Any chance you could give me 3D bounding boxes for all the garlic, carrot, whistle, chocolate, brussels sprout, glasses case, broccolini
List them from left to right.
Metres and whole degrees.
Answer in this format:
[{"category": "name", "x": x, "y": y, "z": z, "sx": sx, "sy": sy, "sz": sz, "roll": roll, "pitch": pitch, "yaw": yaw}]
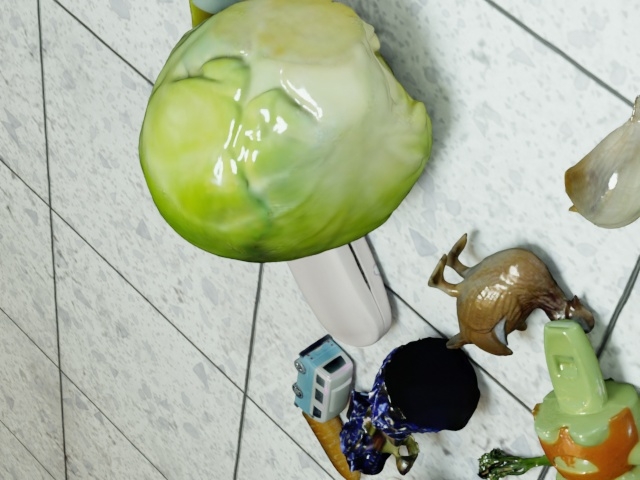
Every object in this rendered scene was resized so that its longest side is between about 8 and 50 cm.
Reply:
[{"category": "brussels sprout", "x": -0.043, "y": -0.123, "z": 1.524, "sx": 0.344, "sy": 0.344, "sz": 0.268, "roll": 107, "pitch": 146, "yaw": -54}, {"category": "glasses case", "x": 0.000, "y": 0.000, "z": 1.763, "sx": 0.113, "sy": 0.075, "sz": 0.297, "roll": 0, "pitch": 120, "yaw": 53}, {"category": "carrot", "x": 0.021, "y": 0.293, "z": 2.052, "sx": 0.048, "sy": 0.048, "sz": 0.139, "roll": -1, "pitch": 121, "yaw": 55}, {"category": "chocolate", "x": 0.083, "y": 0.234, "z": 1.824, "sx": 0.343, "sy": 0.126, "sz": 0.148, "roll": 129, "pitch": 128, "yaw": -61}, {"category": "broccolini", "x": 0.267, "y": 0.268, "z": 1.697, "sx": 0.218, "sy": 0.044, "sz": 0.042, "roll": -15, "pitch": 92, "yaw": 53}, {"category": "whistle", "x": 0.294, "y": 0.214, "z": 1.523, "sx": 0.131, "sy": 0.106, "sz": 0.289, "roll": 2, "pitch": 121, "yaw": 43}, {"category": "garlic", "x": 0.275, "y": -0.058, "z": 1.325, "sx": 0.084, "sy": 0.066, "sz": 0.152, "roll": 52, "pitch": 152, "yaw": 10}]

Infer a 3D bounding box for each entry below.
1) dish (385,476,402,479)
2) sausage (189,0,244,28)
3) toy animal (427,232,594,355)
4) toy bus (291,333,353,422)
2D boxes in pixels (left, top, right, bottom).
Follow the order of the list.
[{"category": "dish", "x": 0.156, "y": 0.401, "z": 1.846, "sx": 0.212, "sy": 0.077, "sz": 0.151, "roll": 23, "pitch": 147, "yaw": -2}, {"category": "sausage", "x": -0.094, "y": -0.324, "z": 1.546, "sx": 0.117, "sy": 0.125, "sz": 0.317, "roll": 37, "pitch": 149, "yaw": 34}, {"category": "toy animal", "x": 0.204, "y": 0.079, "z": 1.556, "sx": 0.179, "sy": 0.089, "sz": 0.188, "roll": 31, "pitch": 139, "yaw": 11}, {"category": "toy bus", "x": 0.006, "y": 0.199, "z": 1.962, "sx": 0.075, "sy": 0.060, "sz": 0.123, "roll": 41, "pitch": 146, "yaw": 28}]
